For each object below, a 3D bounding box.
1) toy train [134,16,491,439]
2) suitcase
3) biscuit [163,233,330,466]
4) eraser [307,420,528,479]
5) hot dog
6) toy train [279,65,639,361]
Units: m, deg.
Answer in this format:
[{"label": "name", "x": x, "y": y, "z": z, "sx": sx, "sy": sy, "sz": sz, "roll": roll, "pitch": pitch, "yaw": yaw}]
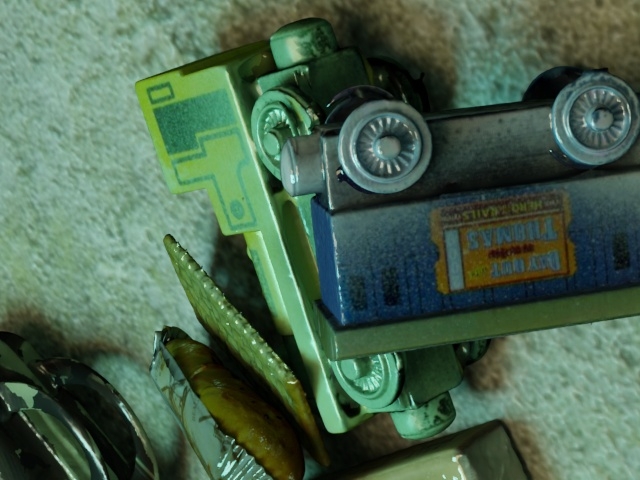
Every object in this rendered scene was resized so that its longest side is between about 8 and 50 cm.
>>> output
[{"label": "toy train", "x": 0.000, "y": 0.000, "z": 1.512, "sx": 0.237, "sy": 0.150, "sz": 0.368, "roll": -9, "pitch": 102, "yaw": 47}, {"label": "suitcase", "x": -0.296, "y": 0.268, "z": 1.799, "sx": 0.351, "sy": 0.194, "sz": 0.339, "roll": 48, "pitch": 122, "yaw": 11}, {"label": "biscuit", "x": -0.069, "y": 0.095, "z": 1.586, "sx": 0.231, "sy": 0.016, "sz": 0.139, "roll": 47, "pitch": 164, "yaw": 40}, {"label": "eraser", "x": 0.046, "y": 0.277, "z": 1.619, "sx": 0.343, "sy": 0.078, "sz": 0.144, "roll": -24, "pitch": 90, "yaw": 40}, {"label": "hot dog", "x": -0.078, "y": 0.176, "z": 1.603, "sx": 0.270, "sy": 0.082, "sz": 0.162, "roll": 47, "pitch": 162, "yaw": 55}, {"label": "toy train", "x": 0.123, "y": -0.023, "z": 1.333, "sx": 0.300, "sy": 0.131, "sz": 0.201, "roll": -8, "pitch": 100, "yaw": -8}]
